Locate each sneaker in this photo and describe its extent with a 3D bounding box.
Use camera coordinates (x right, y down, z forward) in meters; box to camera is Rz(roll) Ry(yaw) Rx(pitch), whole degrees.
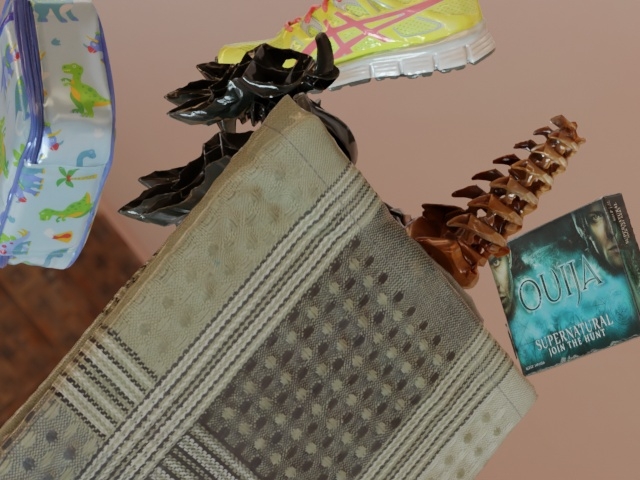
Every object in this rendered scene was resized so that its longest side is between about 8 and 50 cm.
[{"bbox_3d":[0.021,-0.163,1.466,0.208,0.094,0.081,-10,-167,4],"label":"sneaker"}]

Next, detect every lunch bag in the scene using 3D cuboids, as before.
[{"bbox_3d":[-0.238,-0.092,1.666,0.219,0.090,0.176,118,-32,-50],"label":"lunch bag"}]

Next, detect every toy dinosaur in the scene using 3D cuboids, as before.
[{"bbox_3d":[0.000,0.000,1.182,0.322,0.218,0.164,-35,-157,3],"label":"toy dinosaur"}]

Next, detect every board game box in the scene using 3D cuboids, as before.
[{"bbox_3d":[0.223,0.042,1.759,0.026,0.126,0.186,-12,171,-32],"label":"board game box"}]

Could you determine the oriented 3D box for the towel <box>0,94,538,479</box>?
[{"bbox_3d":[-0.046,0.120,1.062,0.324,0.312,0.056,-48,-135,-8],"label":"towel"}]
